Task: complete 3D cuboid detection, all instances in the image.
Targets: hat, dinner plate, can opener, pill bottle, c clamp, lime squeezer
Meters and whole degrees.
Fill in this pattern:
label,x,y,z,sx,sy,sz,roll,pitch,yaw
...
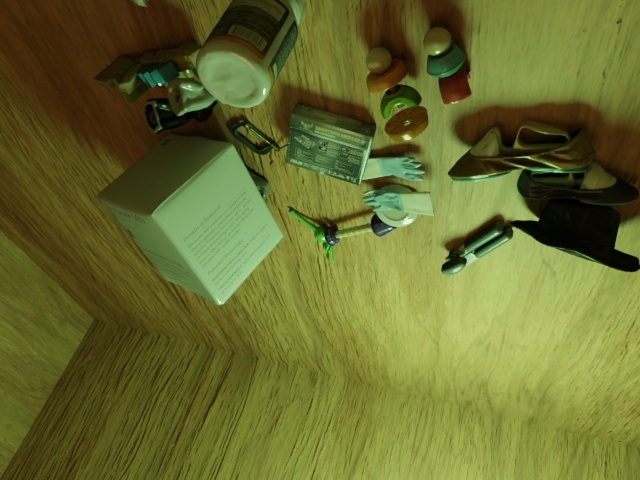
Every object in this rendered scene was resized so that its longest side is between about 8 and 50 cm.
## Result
label,x,y,z,sx,sy,sz,roll,pitch,yaw
hat,0.678,-0.044,1.414,0.332,0.331,0.133,17,105,5
dinner plate,0.229,-0.103,1.654,0.141,0.017,0.141,10,119,18
can opener,0.491,0.035,1.713,0.074,0.093,0.280,28,143,-11
pill bottle,-0.142,-0.432,1.168,0.162,0.278,0.162,14,147,9
c clamp,-0.190,-0.309,1.631,0.161,0.022,0.137,32,151,-21
lime squeezer,0.000,0.000,1.958,0.110,0.058,0.310,-4,142,33

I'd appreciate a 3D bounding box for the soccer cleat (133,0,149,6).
label,x,y,z,sx,sy,sz,roll,pitch,yaw
soccer cleat,-0.423,-0.622,1.242,0.076,0.068,0.196,27,151,-5

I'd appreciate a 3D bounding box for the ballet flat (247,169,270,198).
label,x,y,z,sx,sy,sz,roll,pitch,yaw
ballet flat,-0.262,-0.208,1.775,0.213,0.068,0.072,31,146,-17

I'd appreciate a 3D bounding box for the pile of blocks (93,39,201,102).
label,x,y,z,sx,sy,sz,roll,pitch,yaw
pile of blocks,-0.441,-0.430,1.463,0.362,0.148,0.112,0,143,29

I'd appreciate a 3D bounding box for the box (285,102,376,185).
label,x,y,z,sx,sy,sz,roll,pitch,yaw
box,0.024,-0.266,1.517,0.231,0.056,0.183,17,139,5

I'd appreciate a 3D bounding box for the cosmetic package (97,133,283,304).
label,x,y,z,sx,sy,sz,roll,pitch,yaw
cosmetic package,-0.394,-0.075,1.703,0.330,0.327,0.393,16,145,41

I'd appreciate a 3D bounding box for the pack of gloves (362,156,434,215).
label,x,y,z,sx,sy,sz,roll,pitch,yaw
pack of gloves,0.214,-0.169,1.585,0.232,0.046,0.195,6,133,34

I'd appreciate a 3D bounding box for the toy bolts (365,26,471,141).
label,x,y,z,sx,sy,sz,roll,pitch,yaw
toy bolts,0.208,-0.354,1.191,0.229,0.218,0.158,-20,127,22

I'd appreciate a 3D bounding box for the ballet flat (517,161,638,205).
label,x,y,z,sx,sy,sz,roll,pitch,yaw
ballet flat,0.637,-0.144,1.355,0.281,0.095,0.096,4,132,24

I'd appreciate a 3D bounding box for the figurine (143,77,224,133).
label,x,y,z,sx,sy,sz,roll,pitch,yaw
figurine,-0.336,-0.374,1.471,0.215,0.209,0.092,-18,94,45

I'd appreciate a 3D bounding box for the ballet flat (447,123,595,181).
label,x,y,z,sx,sy,sz,roll,pitch,yaw
ballet flat,0.477,-0.221,1.323,0.343,0.116,0.124,0,123,29

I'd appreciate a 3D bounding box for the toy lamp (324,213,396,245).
label,x,y,z,sx,sy,sz,roll,pitch,yaw
toy lamp,0.134,-0.039,1.807,0.275,0.080,0.080,-10,137,42
